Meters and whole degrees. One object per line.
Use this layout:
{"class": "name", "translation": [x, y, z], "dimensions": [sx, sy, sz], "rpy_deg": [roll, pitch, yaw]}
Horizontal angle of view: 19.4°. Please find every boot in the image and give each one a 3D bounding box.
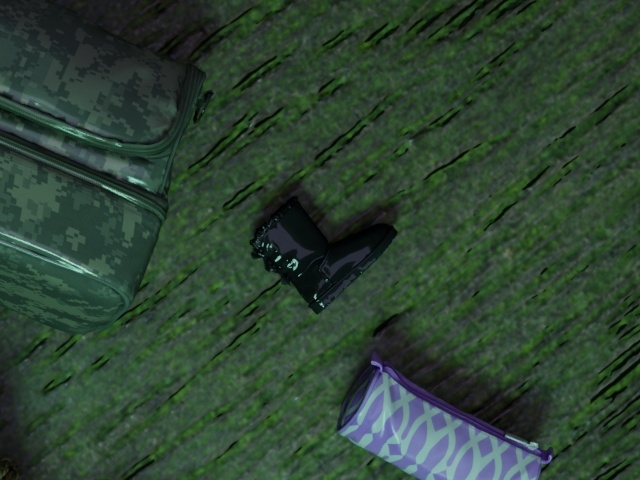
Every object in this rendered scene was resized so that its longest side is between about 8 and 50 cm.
{"class": "boot", "translation": [0.000, 0.000, 1.782], "dimensions": [0.121, 0.045, 0.099], "rpy_deg": [-43, 95, -6]}

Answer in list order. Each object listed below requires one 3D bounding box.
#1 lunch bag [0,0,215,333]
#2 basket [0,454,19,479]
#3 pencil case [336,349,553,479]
{"class": "lunch bag", "translation": [-0.271, -0.093, 1.658], "dimensions": [0.305, 0.212, 0.256], "rpy_deg": [23, 70, -10]}
{"class": "basket", "translation": [-0.368, 0.318, 1.569], "dimensions": [0.213, 0.299, 0.223], "rpy_deg": [-9, 91, 28]}
{"class": "pencil case", "translation": [0.117, 0.190, 1.779], "dimensions": [0.206, 0.086, 0.088], "rpy_deg": [27, 120, -11]}
